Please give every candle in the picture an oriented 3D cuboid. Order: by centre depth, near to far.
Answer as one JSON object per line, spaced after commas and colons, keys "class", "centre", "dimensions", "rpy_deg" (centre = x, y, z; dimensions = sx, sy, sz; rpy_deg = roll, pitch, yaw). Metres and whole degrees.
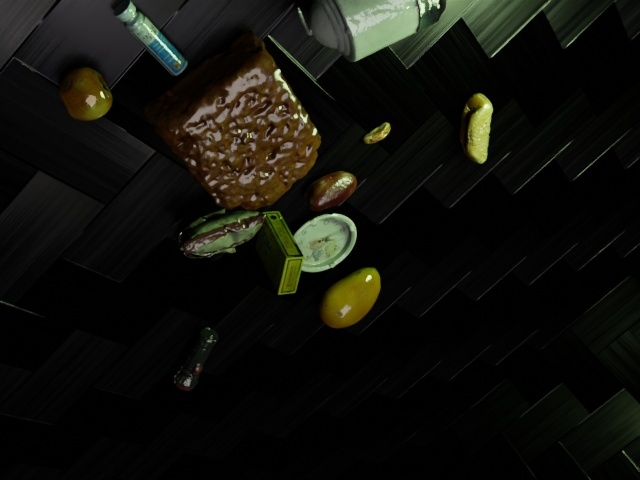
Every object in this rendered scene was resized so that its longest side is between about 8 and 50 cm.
{"class": "candle", "centre": [0.109, -0.550, 1.483], "dimensions": [0.342, 0.221, 0.221], "rpy_deg": [-26, 137, -2]}

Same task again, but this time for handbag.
{"class": "handbag", "centre": [-0.277, -0.020, 1.767], "dimensions": [0.235, 0.213, 0.127], "rpy_deg": [-22, 98, -15]}

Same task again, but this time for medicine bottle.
{"class": "medicine bottle", "centre": [-0.371, -0.444, 1.408], "dimensions": [0.051, 0.051, 0.191], "rpy_deg": [-38, 138, 5]}

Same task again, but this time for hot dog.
{"class": "hot dog", "centre": [0.170, -0.310, 1.871], "dimensions": [0.090, 0.034, 0.030], "rpy_deg": [-33, 139, -1]}
{"class": "hot dog", "centre": [0.480, -0.343, 1.995], "dimensions": [0.073, 0.084, 0.242], "rpy_deg": [-18, 136, -11]}

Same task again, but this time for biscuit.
{"class": "biscuit", "centre": [-0.194, -0.267, 1.595], "dimensions": [0.343, 0.166, 0.395], "rpy_deg": [-37, 136, 2]}

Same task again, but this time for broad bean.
{"class": "broad bean", "centre": [0.034, -0.148, 1.907], "dimensions": [0.165, 0.084, 0.114], "rpy_deg": [-21, 153, -23]}

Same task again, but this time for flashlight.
{"class": "flashlight", "centre": [-0.414, 0.396, 2.132], "dimensions": [0.093, 0.093, 0.232], "rpy_deg": [13, 120, -39]}

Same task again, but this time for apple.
{"class": "apple", "centre": [-0.517, -0.319, 1.400], "dimensions": [0.102, 0.099, 0.114], "rpy_deg": [-30, 141, 0]}

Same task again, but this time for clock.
{"class": "clock", "centre": [0.000, 0.000, 2.040], "dimensions": [0.236, 0.053, 0.236], "rpy_deg": [-16, 133, -18]}

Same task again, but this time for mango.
{"class": "mango", "centre": [0.109, 0.205, 2.235], "dimensions": [0.254, 0.139, 0.175], "rpy_deg": [-35, 145, -8]}

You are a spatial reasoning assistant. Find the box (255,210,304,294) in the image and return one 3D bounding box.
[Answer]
{"class": "box", "centre": [-0.124, 0.033, 1.872], "dimensions": [0.064, 0.220, 0.141], "rpy_deg": [-7, 130, -26]}
